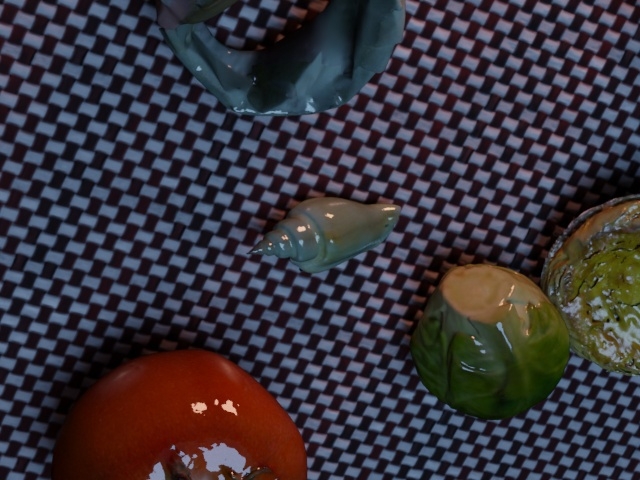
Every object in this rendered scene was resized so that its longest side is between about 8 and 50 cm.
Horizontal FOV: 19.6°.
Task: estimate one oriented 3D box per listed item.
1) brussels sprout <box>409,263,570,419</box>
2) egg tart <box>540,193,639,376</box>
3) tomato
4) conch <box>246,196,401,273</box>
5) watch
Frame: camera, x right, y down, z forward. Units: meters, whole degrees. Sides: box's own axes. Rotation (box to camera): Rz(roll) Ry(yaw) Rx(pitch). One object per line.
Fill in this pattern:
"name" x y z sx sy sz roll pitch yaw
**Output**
"brussels sprout" 0.184 0.108 1.974 0.144 0.161 0.181 -55 161 -34
"egg tart" 0.353 0.039 2.018 0.234 0.094 0.234 0 124 0
"tomato" -0.140 0.231 1.855 0.255 0.224 0.256 -9 123 -14
"conch" 0.004 0.001 1.885 0.180 0.065 0.088 -11 120 -27
"watch" -0.027 -0.228 1.681 0.253 0.162 0.241 -34 129 26
